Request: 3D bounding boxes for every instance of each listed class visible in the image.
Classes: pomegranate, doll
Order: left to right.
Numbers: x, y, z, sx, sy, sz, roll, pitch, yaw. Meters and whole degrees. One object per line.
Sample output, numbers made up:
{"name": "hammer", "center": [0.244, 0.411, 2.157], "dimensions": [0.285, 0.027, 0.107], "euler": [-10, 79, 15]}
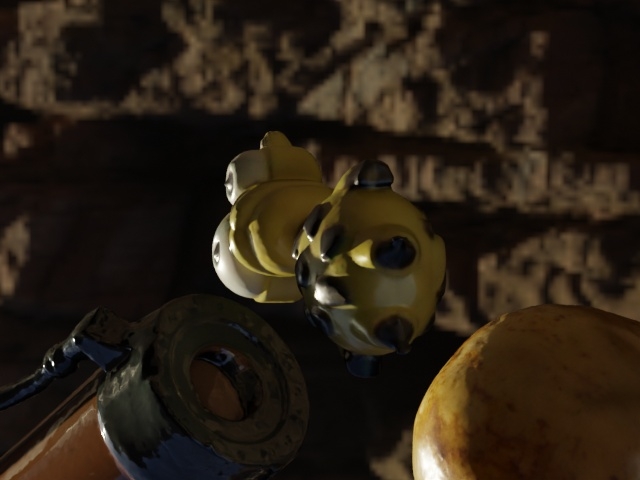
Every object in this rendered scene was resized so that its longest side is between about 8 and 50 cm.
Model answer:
{"name": "doll", "center": [-0.001, 0.000, 1.000], "dimensions": [0.086, 0.117, 0.291], "euler": [5, -171, -18]}
{"name": "pomegranate", "center": [0.184, 0.156, 1.303], "dimensions": [0.248, 0.248, 0.248], "euler": [0, -174, 0]}

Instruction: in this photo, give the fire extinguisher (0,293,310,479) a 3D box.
{"name": "fire extinguisher", "center": [-0.177, 0.148, 1.101], "dimensions": [0.376, 0.200, 0.113], "euler": [-43, 172, 38]}
